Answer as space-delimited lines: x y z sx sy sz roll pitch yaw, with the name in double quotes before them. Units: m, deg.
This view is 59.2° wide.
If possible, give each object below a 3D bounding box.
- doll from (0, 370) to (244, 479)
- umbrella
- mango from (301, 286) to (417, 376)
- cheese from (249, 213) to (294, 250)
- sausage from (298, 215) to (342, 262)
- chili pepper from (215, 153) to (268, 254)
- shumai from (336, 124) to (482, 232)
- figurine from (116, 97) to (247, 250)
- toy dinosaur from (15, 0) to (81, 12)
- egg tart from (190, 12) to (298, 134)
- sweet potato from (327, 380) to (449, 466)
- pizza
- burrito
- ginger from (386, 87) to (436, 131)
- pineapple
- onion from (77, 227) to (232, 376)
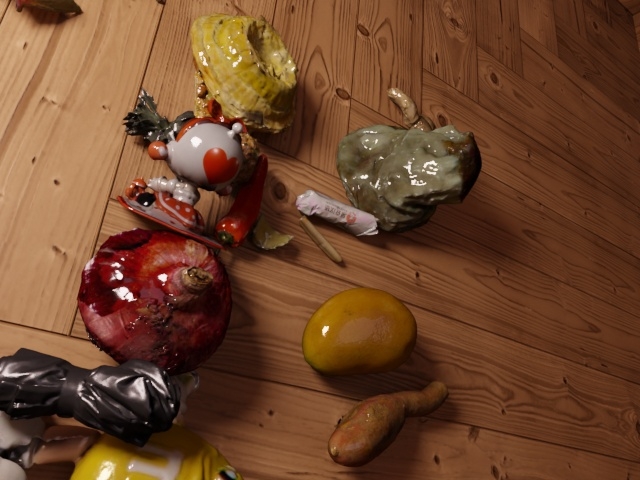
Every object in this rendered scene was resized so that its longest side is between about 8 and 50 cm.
"doll" -0.281 0.335 0.809 0.423 0.161 0.348 1 56 -44
"umbrella" -0.354 0.190 0.737 0.340 0.118 0.118 16 62 -13
"mango" 0.081 0.182 1.147 0.254 0.139 0.175 4 67 -29
"cheese" -0.100 -0.007 1.146 0.084 0.041 0.060 27 49 -8
"sausage" 0.000 0.000 1.230 0.132 0.024 0.024 49 51 -11
"chili pepper" -0.152 -0.061 1.107 0.063 0.071 0.272 25 56 -5
"shumai" 0.228 -0.183 1.320 0.304 0.263 0.309 40 53 -21
"figurine" -0.211 -0.128 0.969 0.183 0.160 0.226 26 90 -28
"toy dinosaur" -0.576 -0.500 0.953 0.327 0.113 0.206 3 96 -25
"egg tart" -0.136 -0.355 1.162 0.290 0.115 0.290 35 40 -37
"sweet potato" 0.132 0.361 1.144 0.385 0.109 0.109 -9 78 -51
"pizza" -0.205 -0.280 1.168 0.175 0.046 0.134 41 53 -18
"burrito" 0.037 -0.058 1.257 0.203 0.064 0.064 20 62 -27
"ginger" 0.274 -0.311 1.521 0.258 0.065 0.149 46 20 1
"pineapple" -0.245 -0.189 1.065 0.251 0.125 0.125 22 60 -23
"onion" -0.241 0.087 0.885 0.252 0.219 0.252 27 47 -33
